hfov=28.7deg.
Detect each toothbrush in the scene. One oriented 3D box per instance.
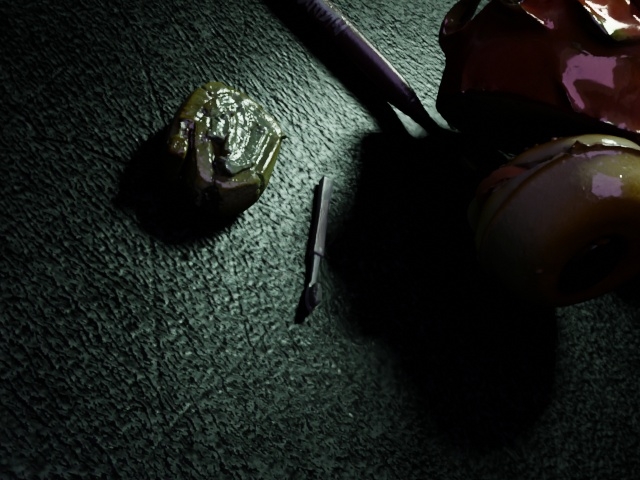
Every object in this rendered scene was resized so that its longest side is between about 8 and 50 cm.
[{"bbox_3d":[-0.001,0.001,1.305,0.014,0.017,0.194,31,38,-21],"label":"toothbrush"},{"bbox_3d":[0.068,-0.210,1.535,0.364,0.041,0.041,46,39,6],"label":"toothbrush"}]

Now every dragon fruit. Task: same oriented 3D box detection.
[{"bbox_3d":[0.298,-0.224,1.484,0.305,0.305,0.225,18,84,-26],"label":"dragon fruit"}]

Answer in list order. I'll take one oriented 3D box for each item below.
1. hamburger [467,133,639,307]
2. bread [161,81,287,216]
[{"bbox_3d":[0.280,-0.025,1.394,0.237,0.237,0.147,8,43,-34],"label":"hamburger"},{"bbox_3d":[-0.100,-0.092,1.272,0.117,0.064,0.156,28,40,-14],"label":"bread"}]
